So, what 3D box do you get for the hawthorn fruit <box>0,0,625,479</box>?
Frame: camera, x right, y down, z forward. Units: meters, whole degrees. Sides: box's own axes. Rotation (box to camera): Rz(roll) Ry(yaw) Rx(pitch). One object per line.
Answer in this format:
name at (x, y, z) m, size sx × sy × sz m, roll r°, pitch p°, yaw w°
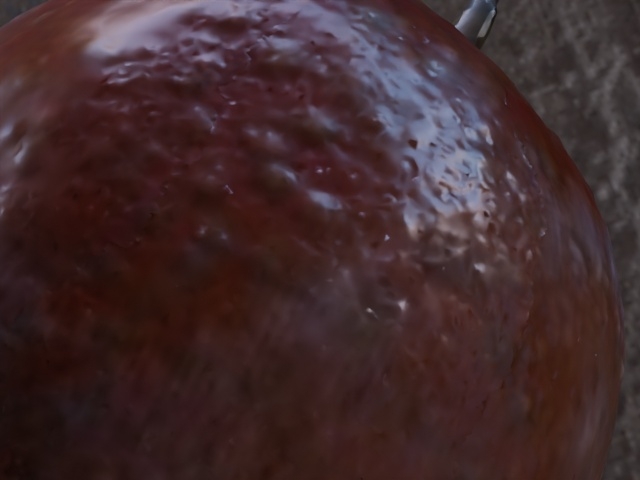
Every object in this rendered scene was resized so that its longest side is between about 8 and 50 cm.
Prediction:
hawthorn fruit at (-0.026, 0.029, 0.403) m, size 0.231 × 0.235 × 0.263 m, roll 6°, pitch -51°, yaw -40°
